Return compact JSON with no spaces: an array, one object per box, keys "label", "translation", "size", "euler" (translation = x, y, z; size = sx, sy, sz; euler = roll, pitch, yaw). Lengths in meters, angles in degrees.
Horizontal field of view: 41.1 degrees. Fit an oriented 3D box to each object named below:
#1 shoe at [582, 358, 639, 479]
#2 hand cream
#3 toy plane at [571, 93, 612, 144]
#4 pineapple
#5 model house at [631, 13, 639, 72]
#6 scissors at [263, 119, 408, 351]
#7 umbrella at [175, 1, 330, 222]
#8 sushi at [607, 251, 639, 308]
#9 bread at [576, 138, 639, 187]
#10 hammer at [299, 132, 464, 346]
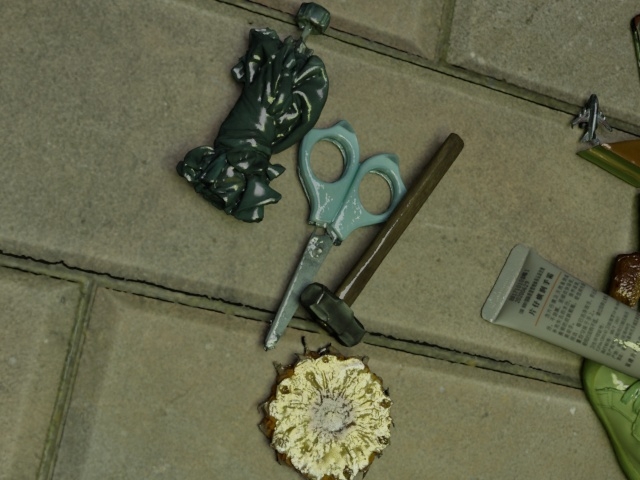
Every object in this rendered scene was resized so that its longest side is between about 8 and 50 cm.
[{"label":"shoe","translation":[0.527,0.273,1.365],"size":[0.140,0.128,0.262],"euler":[-19,93,-34]},{"label":"hand cream","translation":[0.411,0.131,1.313],"size":[0.314,0.089,0.140],"euler":[29,75,13]},{"label":"toy plane","translation":[0.452,-0.203,1.428],"size":[0.078,0.031,0.083],"euler":[4,83,-19]},{"label":"pineapple","translation":[0.011,0.244,1.220],"size":[0.221,0.047,0.221],"euler":[2,83,-17]},{"label":"model house","translation":[0.712,-0.323,1.466],"size":[0.293,0.154,0.207],"euler":[-8,85,-20]},{"label":"scissors","translation":[-0.001,0.000,1.249],"size":[0.191,0.029,0.360],"euler":[31,75,-17]},{"label":"umbrella","translation":[-0.072,-0.197,1.216],"size":[0.143,0.094,0.349],"euler":[32,73,-18]},{"label":"sushi","translation":[0.505,0.071,1.399],"size":[0.060,0.061,0.118],"euler":[17,86,11]},{"label":"bread","translation":[0.510,-0.156,1.421],"size":[0.139,0.074,0.084],"euler":[25,77,-13]},{"label":"hammer","translation":[0.110,-0.015,1.264],"size":[0.365,0.043,0.111],"euler":[-53,125,-17]}]
